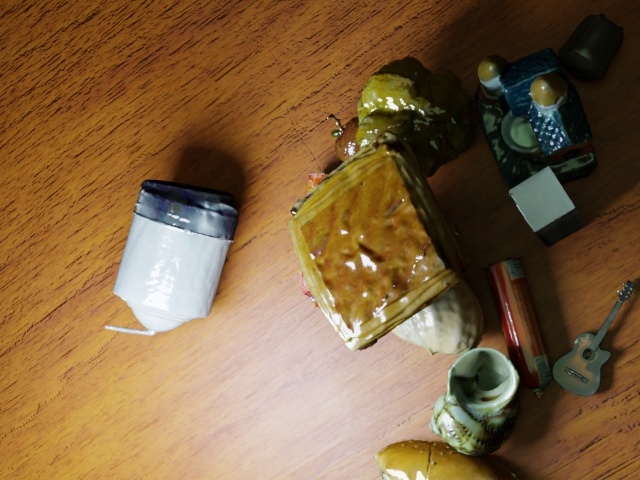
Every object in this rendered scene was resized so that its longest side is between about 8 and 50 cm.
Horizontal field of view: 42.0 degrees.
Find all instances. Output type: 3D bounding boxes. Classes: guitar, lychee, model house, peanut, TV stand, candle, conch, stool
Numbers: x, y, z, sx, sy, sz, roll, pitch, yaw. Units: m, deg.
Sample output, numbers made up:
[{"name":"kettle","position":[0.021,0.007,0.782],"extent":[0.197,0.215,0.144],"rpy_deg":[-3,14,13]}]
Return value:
[{"name":"guitar","position":[0.513,0.177,1.533],"extent":[0.088,0.025,0.233],"rpy_deg":[31,93,20]},{"name":"lychee","position":[0.074,-0.209,1.687],"extent":[0.101,0.114,0.140],"rpy_deg":[-36,99,-14]},{"name":"model house","position":[0.380,-0.238,1.494],"extent":[0.185,0.291,0.253],"rpy_deg":[-18,78,12]},{"name":"peanut","position":[0.181,0.080,1.599],"extent":[0.174,0.158,0.340],"rpy_deg":[-49,63,40]},{"name":"TV stand","position":[0.401,-0.054,1.469],"extent":[0.083,0.269,0.088],"rpy_deg":[-31,74,14]},{"name":"candle","position":[-0.307,0.047,1.744],"extent":[0.221,0.221,0.342],"rpy_deg":[15,92,21]},{"name":"conch","position":[0.282,0.299,1.537],"extent":[0.182,0.124,0.187],"rpy_deg":[-24,85,-2]},{"name":"stool","position":[0.509,-0.362,1.563],"extent":[0.096,0.096,0.110],"rpy_deg":[35,92,20]}]

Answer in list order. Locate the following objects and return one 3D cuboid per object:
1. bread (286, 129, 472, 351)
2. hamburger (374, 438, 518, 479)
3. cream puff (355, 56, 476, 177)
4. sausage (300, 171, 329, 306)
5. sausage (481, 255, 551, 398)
[{"name":"bread","position":[0.110,0.009,1.469],"extent":[0.277,0.167,0.324],"rpy_deg":[-37,59,20]},{"name":"hamburger","position":[0.221,0.449,1.537],"extent":[0.283,0.157,0.143],"rpy_deg":[1,83,22]},{"name":"cream puff","position":[0.182,-0.232,1.598],"extent":[0.244,0.196,0.244],"rpy_deg":[-1,80,6]},{"name":"sausage","position":[0.000,0.000,1.713],"extent":[0.074,0.074,0.274],"rpy_deg":[3,84,20]},{"name":"sausage","position":[0.373,0.166,1.556],"extent":[0.083,0.083,0.263],"rpy_deg":[-16,80,17]}]
